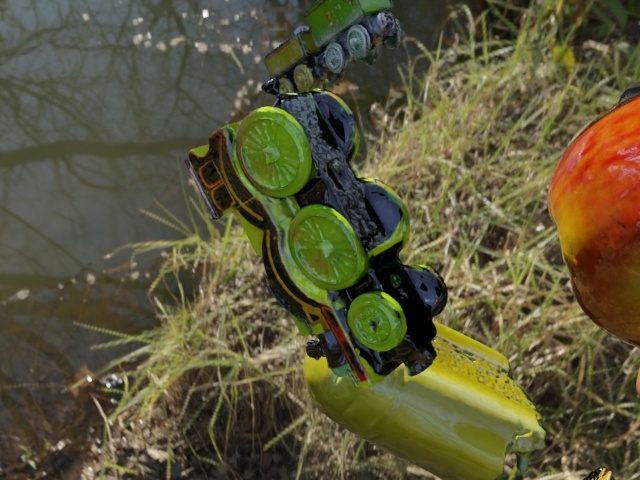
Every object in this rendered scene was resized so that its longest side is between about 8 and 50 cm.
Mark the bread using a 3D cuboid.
[{"bbox_3d":[0.148,0.243,1.269,0.376,0.208,0.251,30,22,-12],"label":"bread"}]

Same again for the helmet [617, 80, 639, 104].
[{"bbox_3d":[0.475,-0.091,0.995,0.160,0.231,0.279,6,14,44],"label":"helmet"}]

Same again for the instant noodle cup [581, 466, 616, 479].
[{"bbox_3d":[0.372,0.389,1.018,0.122,0.151,0.151,40,66,15],"label":"instant noodle cup"}]

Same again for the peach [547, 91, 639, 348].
[{"bbox_3d":[0.335,-0.026,0.658,0.281,0.281,0.238,-10,70,-7],"label":"peach"}]

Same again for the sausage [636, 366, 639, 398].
[{"bbox_3d":[0.611,0.206,1.386,0.077,0.077,0.194,24,59,14],"label":"sausage"}]

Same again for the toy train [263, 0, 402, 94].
[{"bbox_3d":[0.007,-0.208,0.830,0.060,0.202,0.081,-22,92,-34],"label":"toy train"}]

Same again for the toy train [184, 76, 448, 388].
[{"bbox_3d":[0.000,0.000,0.733,0.100,0.160,0.296,-27,89,-49],"label":"toy train"}]
